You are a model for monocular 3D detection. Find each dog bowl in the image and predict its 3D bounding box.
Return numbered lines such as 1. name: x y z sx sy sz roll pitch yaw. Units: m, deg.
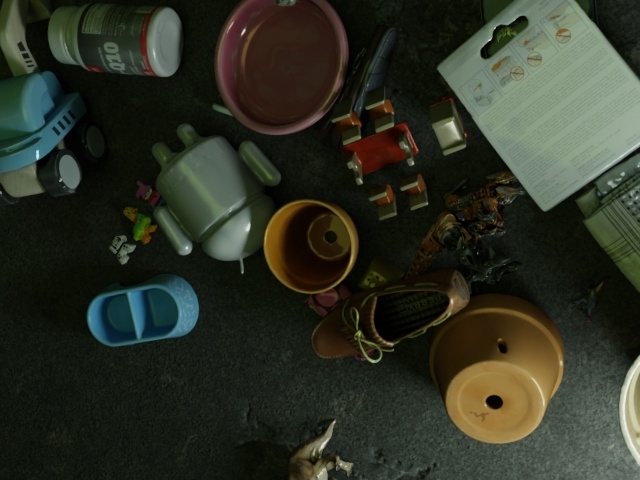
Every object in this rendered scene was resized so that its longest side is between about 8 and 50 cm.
1. dog bowl: -0.453 0.181 2.140 0.297 0.074 0.166 -11 94 18

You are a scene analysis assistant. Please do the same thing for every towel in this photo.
1. towel: 0.731 -0.045 1.744 0.312 0.056 0.324 -38 85 19

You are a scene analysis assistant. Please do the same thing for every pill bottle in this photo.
1. pill bottle: -0.481 -0.473 2.010 0.283 0.161 0.161 7 100 17

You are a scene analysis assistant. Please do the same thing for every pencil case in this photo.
1. pencil case: 0.062 0.182 1.970 0.098 0.095 0.209 -40 83 -13

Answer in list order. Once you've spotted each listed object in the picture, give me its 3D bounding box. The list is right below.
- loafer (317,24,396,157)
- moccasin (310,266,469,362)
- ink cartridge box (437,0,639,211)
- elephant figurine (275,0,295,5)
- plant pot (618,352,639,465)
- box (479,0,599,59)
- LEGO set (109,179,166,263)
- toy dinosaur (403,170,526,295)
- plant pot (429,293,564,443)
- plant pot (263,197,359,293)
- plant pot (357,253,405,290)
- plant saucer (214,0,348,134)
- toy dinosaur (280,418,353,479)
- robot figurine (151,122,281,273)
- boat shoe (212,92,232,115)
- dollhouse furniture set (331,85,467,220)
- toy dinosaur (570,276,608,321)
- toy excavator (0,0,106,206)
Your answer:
1. loafer: 0.074 -0.337 1.887 0.095 0.109 0.303 25 107 17
2. moccasin: 0.132 0.172 1.813 0.380 0.147 0.139 -18 94 30
3. ink cartridge box: 0.473 -0.301 1.754 0.308 0.091 0.385 -39 84 28
4. elephant figurine: -0.019 -0.611 1.816 0.239 0.186 0.169 -21 109 -8
5. plant pot: 0.748 0.286 1.653 0.333 0.305 0.334 3 99 18
6. box: 0.453 -0.451 1.772 0.232 0.059 0.184 -5 97 18
7. LEGO set: -0.448 -0.064 2.101 0.093 0.087 0.227 39 113 12
8. toy dinosaur: 0.320 -0.005 1.857 0.218 0.164 0.322 55 128 19
9. plant pot: 0.367 0.284 1.790 0.290 0.203 0.291 4 114 10
10. plant pot: 0.000 0.000 1.911 0.205 0.188 0.205 3 99 18
11. plant pot: 0.131 0.091 1.937 0.081 0.083 0.081 33 106 10
12. plant saucer: -0.080 -0.400 1.913 0.332 0.084 0.332 1 93 27
13. toy dinosaur: -0.039 0.573 2.044 0.200 0.127 0.296 7 94 23
14. robot figurine: -0.239 -0.098 1.965 0.300 0.200 0.353 -39 85 1
15. boat shoe: -0.188 -0.308 2.001 0.142 0.049 0.040 20 103 16
16. dollhouse furniture set: 0.178 -0.214 1.840 0.259 0.135 0.262 -19 119 16
17. toy dinosaur: 0.582 0.132 1.825 0.090 0.047 0.082 -17 111 9
18. toy excavator: -0.699 -0.367 2.044 0.222 0.433 0.445 -7 123 18
